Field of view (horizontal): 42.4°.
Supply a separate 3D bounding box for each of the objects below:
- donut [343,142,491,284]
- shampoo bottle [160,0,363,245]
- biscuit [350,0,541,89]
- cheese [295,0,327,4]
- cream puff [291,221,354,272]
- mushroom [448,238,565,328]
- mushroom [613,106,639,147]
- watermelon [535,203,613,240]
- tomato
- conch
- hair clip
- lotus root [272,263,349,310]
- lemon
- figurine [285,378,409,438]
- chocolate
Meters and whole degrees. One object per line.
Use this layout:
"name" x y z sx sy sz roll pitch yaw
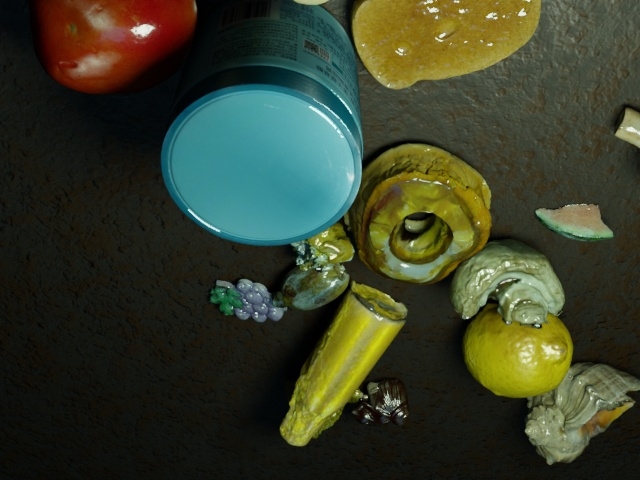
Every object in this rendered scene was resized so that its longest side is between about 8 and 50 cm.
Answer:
"donut" 0.210 -0.039 1.745 0.330 0.160 0.330 -2 134 -2
"shampoo bottle" -0.093 -0.224 1.461 0.331 0.342 0.331 1 132 1
"biscuit" 0.214 -0.419 1.472 0.344 0.057 0.287 -16 130 15
"cheese" 0.020 -0.551 1.326 0.384 0.104 0.384 0 132 0
"cream puff" -0.001 -0.001 1.804 0.121 0.156 0.156 -31 135 -22
"mushroom" 0.422 0.078 1.838 0.267 0.189 0.164 8 115 -6
"mushroom" 0.676 -0.184 1.612 0.215 0.207 0.207 32 132 15
"watermelon" 0.549 -0.035 1.823 0.155 0.080 0.101 1 167 -3
"tomato" -0.362 -0.378 1.387 0.299 0.226 0.298 9 120 15
"conch" 0.666 0.407 2.121 0.352 0.210 0.297 -30 161 -31
"hair clip" -0.175 0.138 1.993 0.195 0.052 0.124 5 123 7
"lotus root" -0.028 0.106 1.921 0.192 0.088 0.113 -28 100 16
"lemon" 0.464 0.257 1.948 0.233 0.233 0.288 37 155 -28
"figurine" 0.075 0.428 2.194 0.315 0.168 0.187 -9 121 -3
"chocolate" 0.028 0.309 1.985 0.162 0.162 0.445 25 110 -20
